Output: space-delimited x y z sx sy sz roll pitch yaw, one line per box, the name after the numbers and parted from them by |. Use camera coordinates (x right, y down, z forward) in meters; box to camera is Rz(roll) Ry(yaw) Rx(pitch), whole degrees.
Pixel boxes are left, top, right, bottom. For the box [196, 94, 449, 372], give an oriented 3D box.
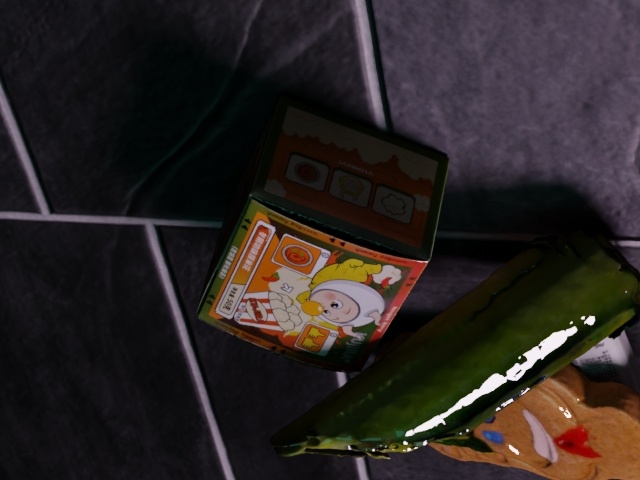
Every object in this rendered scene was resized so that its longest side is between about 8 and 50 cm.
0.000 0.000 1.657 0.177 0.148 0.195 20 140 -8 | box

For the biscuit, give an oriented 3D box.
0.216 0.186 1.820 0.334 0.047 0.202 8 142 30 | biscuit

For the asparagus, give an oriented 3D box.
0.136 0.123 1.672 0.382 0.108 0.128 -35 128 3 | asparagus

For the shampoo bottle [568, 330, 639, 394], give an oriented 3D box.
0.292 0.150 1.807 0.086 0.056 0.227 -3 136 27 | shampoo bottle
